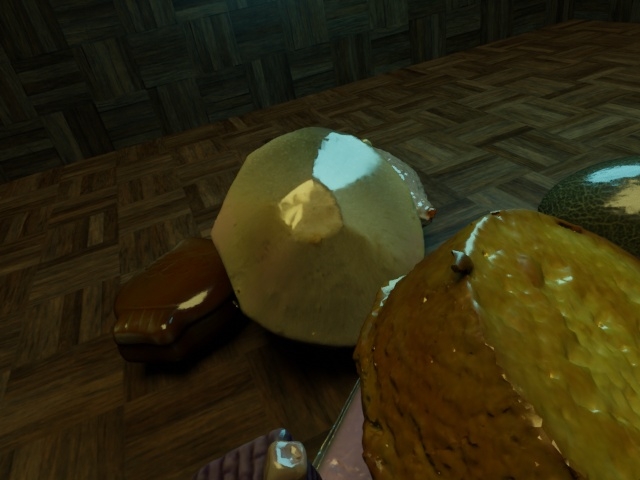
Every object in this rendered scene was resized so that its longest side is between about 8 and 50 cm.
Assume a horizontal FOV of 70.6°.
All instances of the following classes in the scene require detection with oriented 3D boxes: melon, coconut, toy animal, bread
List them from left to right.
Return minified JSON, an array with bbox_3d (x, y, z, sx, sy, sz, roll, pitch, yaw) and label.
[{"bbox_3d":[0.000,0.000,0.708,0.353,0.352,0.352,-8,33,5],"label":"coconut"},{"bbox_3d":[0.095,-0.112,0.986,0.359,0.188,0.227,25,41,31],"label":"toy animal"},{"bbox_3d":[0.224,0.153,0.411,0.399,0.215,0.397,17,41,-15],"label":"bread"},{"bbox_3d":[0.477,-0.004,0.652,0.302,0.237,0.237,3,35,17],"label":"melon"}]

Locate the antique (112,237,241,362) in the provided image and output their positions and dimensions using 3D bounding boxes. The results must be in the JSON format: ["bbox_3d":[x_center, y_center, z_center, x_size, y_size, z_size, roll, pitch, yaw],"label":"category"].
[{"bbox_3d":[-0.246,0.106,0.812,0.224,0.128,0.278,-5,33,9],"label":"antique"}]

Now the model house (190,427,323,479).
[{"bbox_3d":[-0.011,0.282,0.308,0.203,0.237,0.236,12,32,-9],"label":"model house"}]

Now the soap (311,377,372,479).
[{"bbox_3d":[0.112,0.238,0.538,0.181,0.081,0.259,9,36,27],"label":"soap"}]
